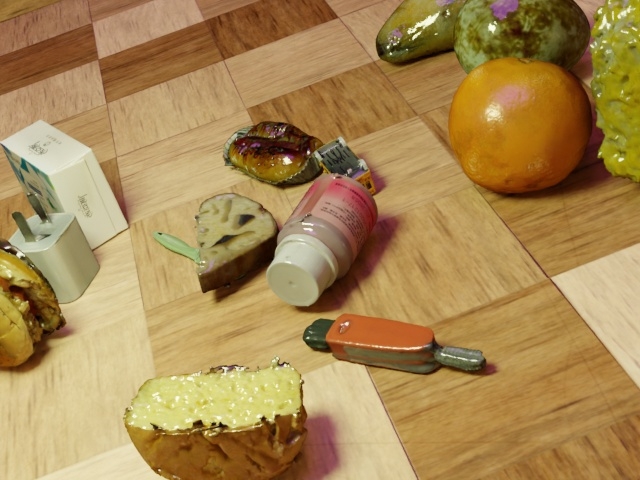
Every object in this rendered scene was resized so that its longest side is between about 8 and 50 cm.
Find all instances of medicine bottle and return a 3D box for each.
[{"bbox_3d":[0.000,0.000,1.816,0.147,0.147,0.247,2,40,28],"label":"medicine bottle"}]

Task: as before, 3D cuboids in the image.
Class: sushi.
[{"bbox_3d":[0.641,-0.288,1.700,0.351,0.397,0.240,-28,31,-23],"label":"sushi"}]

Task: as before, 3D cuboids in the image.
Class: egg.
[{"bbox_3d":[0.420,-0.430,2.144,0.289,0.238,0.238,-10,33,-9],"label":"egg"}]

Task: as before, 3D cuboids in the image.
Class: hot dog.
[{"bbox_3d":[-0.098,-0.193,2.196,0.162,0.082,0.270,-36,36,-26],"label":"hot dog"}]

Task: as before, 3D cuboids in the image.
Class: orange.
[{"bbox_3d":[0.362,-0.213,1.864,0.261,0.261,0.261,-13,34,9],"label":"orange"}]

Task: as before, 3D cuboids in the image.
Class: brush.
[{"bbox_3d":[0.111,0.160,1.613,0.323,0.051,0.070,6,38,32],"label":"brush"}]

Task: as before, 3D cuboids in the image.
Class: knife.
[{"bbox_3d":[-0.242,0.025,2.007,0.043,0.020,0.293,-35,38,-27],"label":"knife"}]

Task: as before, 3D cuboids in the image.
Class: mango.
[{"bbox_3d":[0.282,-0.527,2.431,0.329,0.176,0.176,-30,8,16],"label":"mango"}]

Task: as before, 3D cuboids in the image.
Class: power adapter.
[{"bbox_3d":[-0.539,0.006,2.011,0.125,0.205,0.130,-3,35,23],"label":"power adapter"}]

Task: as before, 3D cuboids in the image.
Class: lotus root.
[{"bbox_3d":[-0.160,-0.003,1.946,0.170,0.074,0.261,-9,32,-7],"label":"lotus root"}]

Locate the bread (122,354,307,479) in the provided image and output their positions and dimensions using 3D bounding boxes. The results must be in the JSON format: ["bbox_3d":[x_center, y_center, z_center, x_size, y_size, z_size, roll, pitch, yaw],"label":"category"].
[{"bbox_3d":[-0.142,0.278,1.493,0.260,0.147,0.160,-9,25,3],"label":"bread"}]

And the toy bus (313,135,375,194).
[{"bbox_3d":[0.048,-0.142,2.056,0.069,0.074,0.162,-31,37,-5],"label":"toy bus"}]

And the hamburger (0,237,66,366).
[{"bbox_3d":[-0.597,0.119,1.868,0.244,0.244,0.163,11,43,37],"label":"hamburger"}]

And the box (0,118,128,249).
[{"bbox_3d":[-0.552,-0.119,2.198,0.116,0.203,0.274,-34,37,-23],"label":"box"}]
